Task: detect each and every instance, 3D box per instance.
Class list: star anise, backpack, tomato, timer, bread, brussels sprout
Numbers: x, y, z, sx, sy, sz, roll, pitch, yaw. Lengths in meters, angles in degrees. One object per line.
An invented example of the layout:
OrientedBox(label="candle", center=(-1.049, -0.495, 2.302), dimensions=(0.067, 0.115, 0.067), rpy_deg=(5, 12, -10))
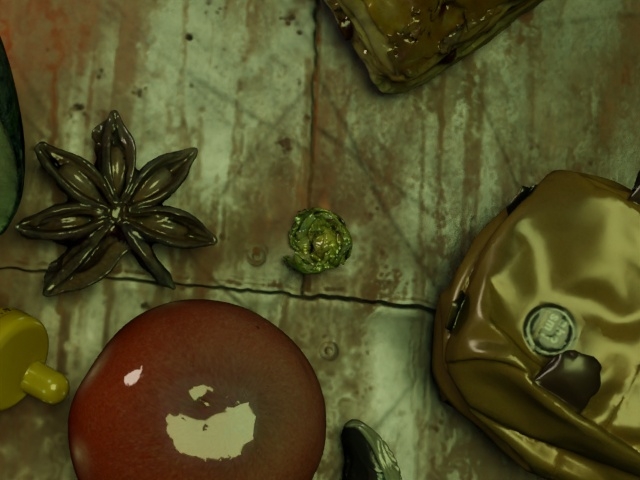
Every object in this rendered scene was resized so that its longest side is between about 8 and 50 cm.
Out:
OrientedBox(label="star anise", center=(-0.219, -0.042, 1.402), dimensions=(0.212, 0.073, 0.196), rpy_deg=(-3, 84, -18))
OrientedBox(label="backpack", center=(0.323, 0.104, 1.452), dimensions=(0.378, 0.201, 0.353), rpy_deg=(29, 78, -5))
OrientedBox(label="tomato", center=(-0.120, 0.184, 1.312), dimensions=(0.256, 0.224, 0.255), rpy_deg=(2, 72, -8))
OrientedBox(label="timer", center=(-0.311, 0.123, 1.325), dimensions=(0.109, 0.107, 0.107), rpy_deg=(23, 72, 23))
OrientedBox(label="bread", center=(0.143, -0.357, 1.509), dimensions=(0.325, 0.167, 0.277), rpy_deg=(-31, 88, -19))
OrientedBox(label="brussels sprout", center=(0.000, 0.000, 1.463), dimensions=(0.085, 0.058, 0.085), rpy_deg=(-4, 78, 19))

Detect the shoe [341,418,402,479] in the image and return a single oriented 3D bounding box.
OrientedBox(label="shoe", center=(0.037, 0.279, 1.412), dimensions=(0.099, 0.071, 0.169), rpy_deg=(-17, 87, -15))

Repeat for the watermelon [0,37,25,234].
OrientedBox(label="watermelon", center=(-0.414, -0.167, 1.248), dimensions=(0.293, 0.250, 0.283), rpy_deg=(-2, 48, -47))
